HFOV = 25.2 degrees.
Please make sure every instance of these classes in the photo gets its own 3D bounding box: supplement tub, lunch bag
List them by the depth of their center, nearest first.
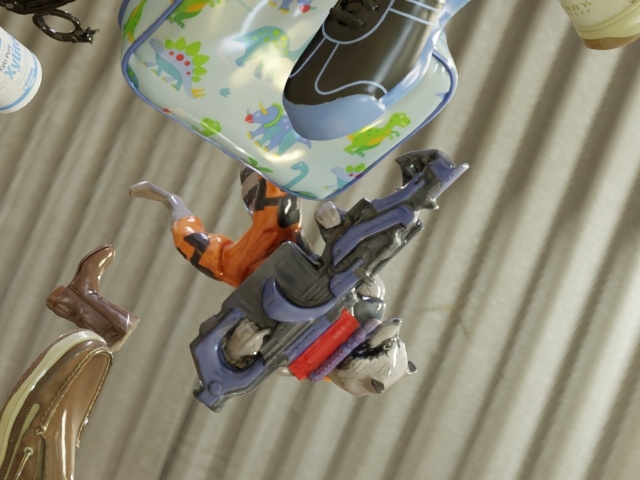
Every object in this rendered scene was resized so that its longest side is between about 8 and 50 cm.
[{"bbox_3d":[-0.019,-0.139,1.029,0.176,0.219,0.090,-41,-145,26],"label":"lunch bag"},{"bbox_3d":[-0.320,-0.172,1.355,0.071,0.107,0.071,-9,-113,21],"label":"supplement tub"}]

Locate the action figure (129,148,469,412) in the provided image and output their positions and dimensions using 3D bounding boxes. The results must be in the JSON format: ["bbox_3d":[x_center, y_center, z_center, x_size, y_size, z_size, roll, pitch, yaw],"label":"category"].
[{"bbox_3d":[0.000,0.000,1.404,0.341,0.178,0.330,-36,-107,14],"label":"action figure"}]

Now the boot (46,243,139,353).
[{"bbox_3d":[-0.234,0.066,1.592,0.114,0.037,0.106,29,-110,33],"label":"boot"}]

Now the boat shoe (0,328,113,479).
[{"bbox_3d":[-0.256,0.209,1.327,0.095,0.095,0.257,32,-89,27],"label":"boat shoe"}]

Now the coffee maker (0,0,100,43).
[{"bbox_3d":[-0.236,-0.288,1.198,0.120,0.171,0.178,5,-122,11],"label":"coffee maker"}]

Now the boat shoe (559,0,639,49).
[{"bbox_3d":[0.318,-0.287,1.241,0.285,0.089,0.104,-46,-155,-11],"label":"boat shoe"}]

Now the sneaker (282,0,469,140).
[{"bbox_3d":[0.049,-0.169,0.900,0.081,0.090,0.232,27,-110,43],"label":"sneaker"}]
